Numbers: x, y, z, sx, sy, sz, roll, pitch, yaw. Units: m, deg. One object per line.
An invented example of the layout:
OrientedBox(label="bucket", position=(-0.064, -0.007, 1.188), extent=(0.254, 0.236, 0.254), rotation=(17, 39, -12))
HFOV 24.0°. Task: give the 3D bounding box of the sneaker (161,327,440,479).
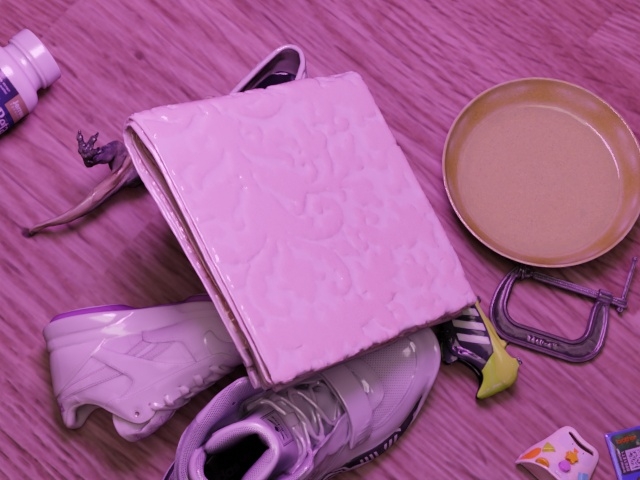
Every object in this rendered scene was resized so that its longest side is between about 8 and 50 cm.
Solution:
OrientedBox(label="sneaker", position=(-0.012, 0.190, 1.580), extent=(0.366, 0.210, 0.137), rotation=(-35, 80, -13))

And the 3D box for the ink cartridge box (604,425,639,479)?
OrientedBox(label="ink cartridge box", position=(0.494, 0.262, 1.682), extent=(0.311, 0.065, 0.186), rotation=(-13, 75, -7))

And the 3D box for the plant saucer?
OrientedBox(label="plant saucer", position=(0.260, -0.076, 1.766), extent=(0.241, 0.037, 0.241), rotation=(1, 69, -3))

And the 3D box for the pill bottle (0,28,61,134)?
OrientedBox(label="pill bottle", position=(-0.383, -0.165, 1.714), extent=(0.169, 0.094, 0.094), rotation=(-39, 80, -14))

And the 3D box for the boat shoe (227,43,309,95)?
OrientedBox(label="boat shoe", position=(-0.089, -0.118, 1.690), extent=(0.096, 0.088, 0.267), rotation=(28, 56, 18))

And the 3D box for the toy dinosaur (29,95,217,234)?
OrientedBox(label="toy dinosaur", position=(-0.216, -0.092, 1.694), extent=(0.268, 0.118, 0.064), rotation=(-32, 69, -13))

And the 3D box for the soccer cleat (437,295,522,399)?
OrientedBox(label="soccer cleat", position=(0.156, 0.096, 1.703), extent=(0.072, 0.060, 0.179), rotation=(-33, 80, -4))

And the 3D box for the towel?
OrientedBox(label="towel", position=(-0.014, -0.021, 1.590), extent=(0.331, 0.053, 0.317), rotation=(-17, 75, -44))

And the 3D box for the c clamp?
OrientedBox(label="c clamp", position=(0.278, 0.070, 1.741), extent=(0.160, 0.022, 0.137), rotation=(12, 79, -2))

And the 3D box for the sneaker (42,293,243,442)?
OrientedBox(label="sneaker", position=(-0.152, 0.137, 1.619), extent=(0.305, 0.114, 0.152), rotation=(-8, 80, 20))

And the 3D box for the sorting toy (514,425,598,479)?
OrientedBox(label="sorting toy", position=(0.275, 0.247, 1.682), extent=(0.083, 0.045, 0.075), rotation=(42, 56, 8))
